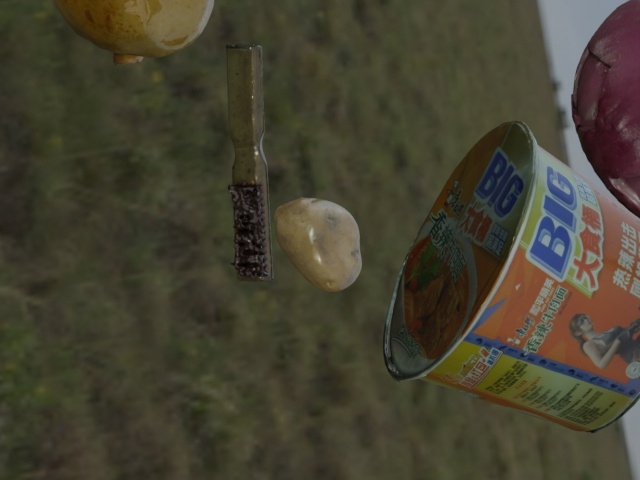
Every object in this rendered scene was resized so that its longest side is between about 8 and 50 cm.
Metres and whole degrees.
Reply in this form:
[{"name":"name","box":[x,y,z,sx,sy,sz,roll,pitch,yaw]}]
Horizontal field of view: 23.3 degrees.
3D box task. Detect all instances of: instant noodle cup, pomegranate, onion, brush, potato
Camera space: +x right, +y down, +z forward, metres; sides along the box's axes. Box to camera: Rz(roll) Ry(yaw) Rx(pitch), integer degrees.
[{"name":"instant noodle cup","box":[0.227,0.052,1.597,0.296,0.214,0.296,-58,-165,26]},{"name":"pomegranate","box":[-0.238,-0.343,1.985,0.233,0.233,0.233,-9,90,-81]},{"name":"onion","box":[0.252,-0.084,1.017,0.177,0.153,0.177,13,72,-43]},{"name":"brush","box":[-0.075,-0.077,1.600,0.036,0.043,0.247,-46,136,-76]},{"name":"potato","box":[0.001,0.002,2.169,0.147,0.112,0.112,56,15,-14]}]
